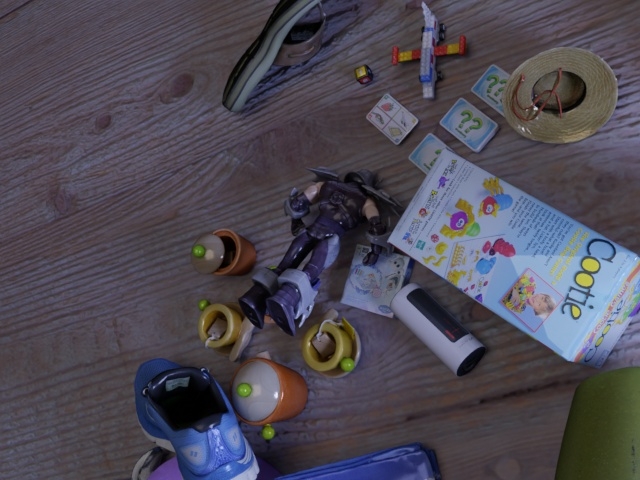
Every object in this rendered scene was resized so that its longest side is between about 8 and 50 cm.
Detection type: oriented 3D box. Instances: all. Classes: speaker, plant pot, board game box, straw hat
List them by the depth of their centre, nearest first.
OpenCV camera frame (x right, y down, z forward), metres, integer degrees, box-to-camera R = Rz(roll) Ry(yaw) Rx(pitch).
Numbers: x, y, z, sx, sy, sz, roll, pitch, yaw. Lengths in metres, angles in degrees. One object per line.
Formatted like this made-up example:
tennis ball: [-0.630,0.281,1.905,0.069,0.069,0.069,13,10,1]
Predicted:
plant pot: [0.353,0.290,0.906,0.275,0.275,0.293,-16,56,28]
board game box: [0.249,0.022,1.080,0.275,0.142,0.144,36,98,33]
straw hat: [0.310,-0.199,1.139,0.145,0.144,0.061,-26,24,24]
speaker: [0.157,0.119,1.167,0.055,0.055,0.136,-52,58,11]
board game box: [0.081,0.058,1.248,0.090,0.020,0.090,15,85,33]

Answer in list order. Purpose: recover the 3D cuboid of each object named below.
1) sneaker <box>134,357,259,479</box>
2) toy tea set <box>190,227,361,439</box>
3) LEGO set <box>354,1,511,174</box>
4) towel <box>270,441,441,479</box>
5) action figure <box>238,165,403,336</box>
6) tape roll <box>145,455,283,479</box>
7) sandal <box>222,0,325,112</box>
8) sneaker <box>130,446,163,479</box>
sneaker: [-0.190,0.229,1.248,0.330,0.130,0.147,25,132,58]
toy tea set: [-0.108,0.122,1.287,0.336,0.124,0.200,42,102,31]
LEGO set: [0.152,-0.217,1.249,0.182,0.060,0.244,-49,59,9]
towel: [0.064,0.447,1.109,0.243,0.040,0.335,-14,70,5]
action figure: [0.000,0.000,1.236,0.185,0.099,0.285,18,60,39]
tape roll: [-0.154,0.446,1.263,0.275,0.090,0.274,-8,74,30]
sandal: [-0.050,-0.315,1.380,0.303,0.086,0.120,-47,21,32]
sneaker: [-0.269,0.391,1.375,0.058,0.052,0.135,26,100,23]
